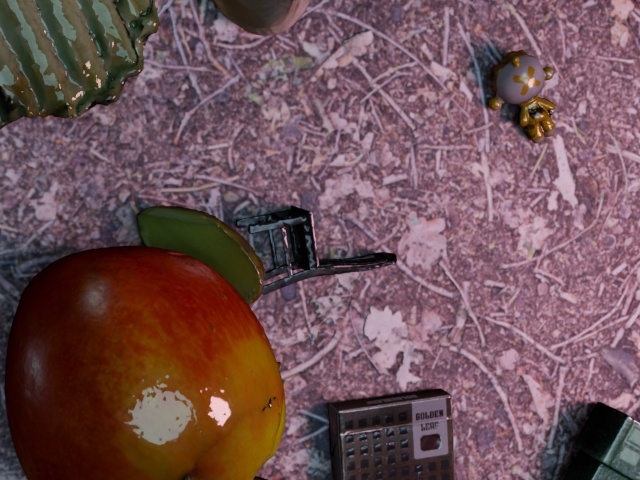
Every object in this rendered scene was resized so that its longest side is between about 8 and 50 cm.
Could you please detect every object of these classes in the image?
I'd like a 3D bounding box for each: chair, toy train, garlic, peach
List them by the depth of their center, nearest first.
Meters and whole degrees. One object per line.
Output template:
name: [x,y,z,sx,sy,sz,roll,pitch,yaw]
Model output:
peach: [-0.223,0.181,1.352,0.370,0.370,0.370,-2,95,-19]
garlic: [-0.082,-0.385,1.439,0.143,0.178,0.229,-53,133,-40]
chair: [0.000,0.000,1.537,0.212,0.084,0.101,-13,103,-17]
toy train: [0.446,0.402,1.706,0.178,0.138,0.330,31,87,-9]

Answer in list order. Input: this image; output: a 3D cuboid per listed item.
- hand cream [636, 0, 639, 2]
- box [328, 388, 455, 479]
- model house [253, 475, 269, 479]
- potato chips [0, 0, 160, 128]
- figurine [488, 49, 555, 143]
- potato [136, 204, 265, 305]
hand cream: [0.392,-0.407,1.654,0.255,0.048,0.079,12,62,-21]
box: [0.111,0.388,1.625,0.180,0.047,0.325,-5,97,-17]
model house: [-0.040,0.463,1.498,0.294,0.154,0.207,25,91,-11]
potato chips: [-0.396,-0.348,1.381,0.358,0.070,0.429,-28,104,-18]
figurine: [0.300,-0.209,1.635,0.101,0.068,0.143,-9,114,-11]
potato: [-0.150,0.011,1.467,0.054,0.198,0.119,-43,148,-50]
